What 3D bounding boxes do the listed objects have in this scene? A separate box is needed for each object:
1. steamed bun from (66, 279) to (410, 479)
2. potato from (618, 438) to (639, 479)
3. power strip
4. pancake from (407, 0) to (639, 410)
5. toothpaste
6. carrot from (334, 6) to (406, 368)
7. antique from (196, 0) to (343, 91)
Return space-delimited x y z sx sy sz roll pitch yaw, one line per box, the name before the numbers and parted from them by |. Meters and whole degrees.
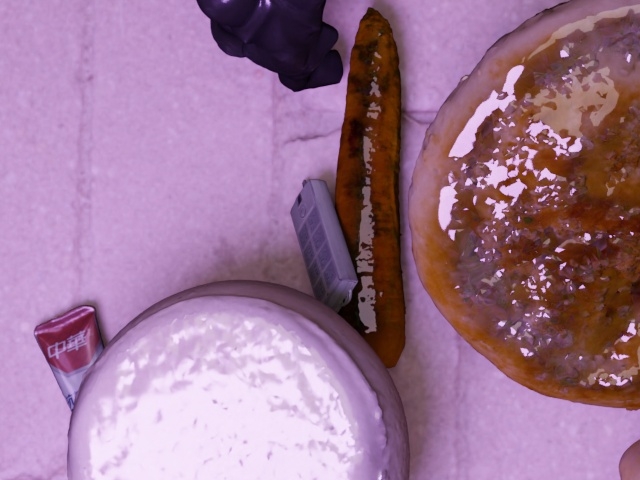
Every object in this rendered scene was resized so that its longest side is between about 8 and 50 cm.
steamed bun | -0.062 0.173 1.424 0.282 0.177 0.283 0 90 7
potato | 0.363 0.236 1.418 0.234 0.128 0.161 1 69 9
power strip | 0.000 0.000 1.473 0.019 0.051 0.136 4 49 -26
pancake | 0.259 -0.025 1.386 0.386 0.082 0.387 1 115 3
toothpaste | -0.184 0.175 1.506 0.062 0.039 0.239 -23 83 10
carrot | 0.042 -0.047 1.485 0.066 0.066 0.314 1 87 5
antique | -0.044 -0.290 1.416 0.185 0.255 0.322 -8 88 2
